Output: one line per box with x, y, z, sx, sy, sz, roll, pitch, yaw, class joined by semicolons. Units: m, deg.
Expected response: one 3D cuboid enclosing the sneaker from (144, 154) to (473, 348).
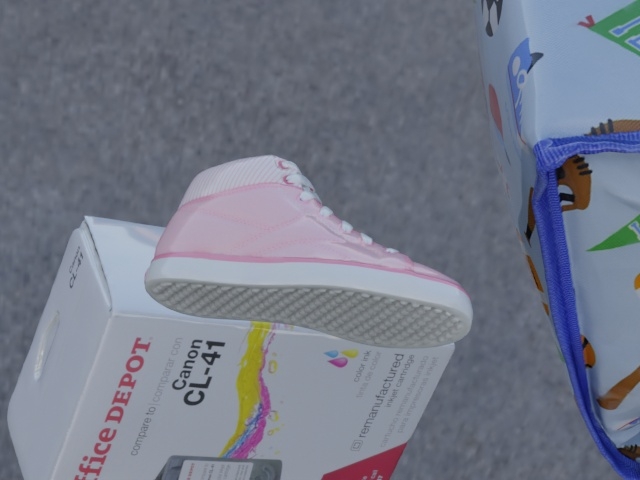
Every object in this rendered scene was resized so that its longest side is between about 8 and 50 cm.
0.000;0.000;0.615;0.134;0.051;0.070;7;60;16;sneaker

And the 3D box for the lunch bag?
0.224;-0.063;0.922;0.239;0.385;0.327;-7;51;7;lunch bag

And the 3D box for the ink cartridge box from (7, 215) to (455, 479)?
-0.076;0.121;1.256;0.306;0.226;0.131;7;32;-29;ink cartridge box
